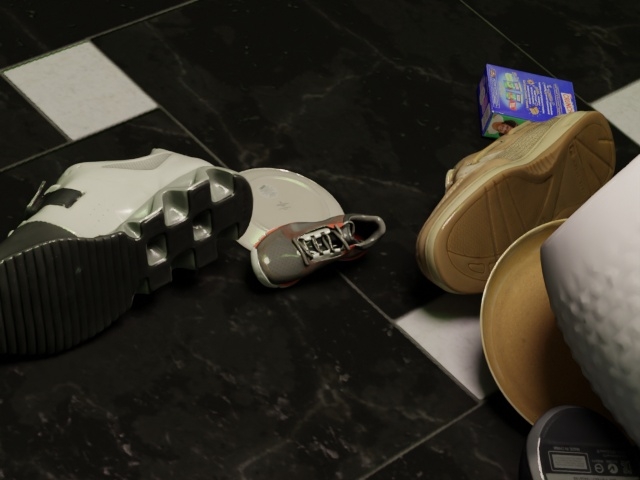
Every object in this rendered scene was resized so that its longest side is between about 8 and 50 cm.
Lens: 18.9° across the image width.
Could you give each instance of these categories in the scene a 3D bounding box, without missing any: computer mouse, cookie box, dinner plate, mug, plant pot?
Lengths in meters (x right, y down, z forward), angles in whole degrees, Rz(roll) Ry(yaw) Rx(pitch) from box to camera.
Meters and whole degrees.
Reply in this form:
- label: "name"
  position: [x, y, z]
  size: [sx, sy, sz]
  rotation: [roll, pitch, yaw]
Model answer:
- label: "computer mouse"
  position: [0.234, 0.280, 1.736]
  size: [0.188, 0.072, 0.272]
  rotation: [9, 55, -17]
- label: "cookie box"
  position: [0.239, -0.151, 2.209]
  size: [0.107, 0.040, 0.092]
  rotation: [11, 42, -11]
- label: "dinner plate"
  position: [-0.038, -0.030, 1.988]
  size: [0.141, 0.017, 0.141]
  rotation: [11, 41, -10]
- label: "mug"
  position: [0.405, 0.042, 1.758]
  size: [0.328, 0.374, 0.276]
  rotation: [48, 19, 6]
- label: "plant pot"
  position: [0.266, 0.094, 1.904]
  size: [0.236, 0.032, 0.236]
  rotation: [4, 71, -13]

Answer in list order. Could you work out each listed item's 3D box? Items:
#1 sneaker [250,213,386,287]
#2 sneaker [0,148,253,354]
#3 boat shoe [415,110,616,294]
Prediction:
- label: "sneaker"
  position: [0.000, 0.000, 1.920]
  size: [0.158, 0.065, 0.061]
  rotation: [-22, 88, -38]
- label: "sneaker"
  position: [-0.232, 0.002, 1.817]
  size: [0.330, 0.122, 0.146]
  rotation: [-25, 41, -38]
- label: "boat shoe"
  position: [0.190, -0.039, 2.033]
  size: [0.110, 0.122, 0.341]
  rotation: [2, 24, 38]
